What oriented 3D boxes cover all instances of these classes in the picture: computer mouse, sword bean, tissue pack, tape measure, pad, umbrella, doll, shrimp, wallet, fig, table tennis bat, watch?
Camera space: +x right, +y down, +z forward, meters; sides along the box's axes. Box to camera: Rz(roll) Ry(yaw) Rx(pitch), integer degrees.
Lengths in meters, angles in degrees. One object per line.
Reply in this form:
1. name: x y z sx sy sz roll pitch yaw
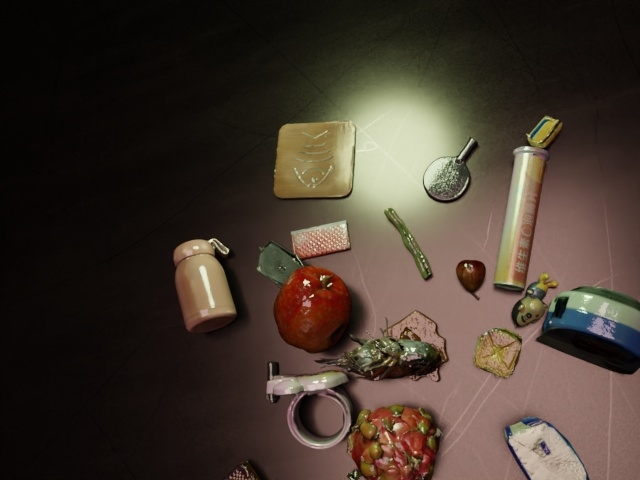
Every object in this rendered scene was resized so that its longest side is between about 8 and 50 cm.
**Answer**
1. computer mouse: -0.121 0.087 1.900 0.231 0.071 0.126 29 100 31
2. sword bean: 0.281 0.003 1.822 0.043 0.038 0.269 -22 69 -17
3. tissue pack: 0.580 0.560 1.464 0.137 0.269 0.209 -35 69 6
4. tape measure: 0.743 0.230 1.521 0.259 0.262 0.138 20 72 19
5. pad: -0.022 -0.283 1.992 0.286 0.018 0.284 0 75 17
6. umbrella: -0.154 0.456 1.831 0.036 0.031 0.133 -5 75 16
7. doll: 0.624 0.180 1.655 0.179 0.102 0.089 -54 26 2
8. shrimp: 0.170 0.329 1.692 0.371 0.137 0.172 6 43 7
9. wallet: 0.000 0.000 1.912 0.196 0.020 0.103 -13 72 12
10. fig: 0.456 0.121 1.724 0.088 0.089 0.125 -2 96 16
11. table tennis bat: 0.432 -0.233 1.845 0.150 0.027 0.236 35 89 21
12. watch: -0.027 0.509 1.705 0.248 0.211 0.218 -8 82 5

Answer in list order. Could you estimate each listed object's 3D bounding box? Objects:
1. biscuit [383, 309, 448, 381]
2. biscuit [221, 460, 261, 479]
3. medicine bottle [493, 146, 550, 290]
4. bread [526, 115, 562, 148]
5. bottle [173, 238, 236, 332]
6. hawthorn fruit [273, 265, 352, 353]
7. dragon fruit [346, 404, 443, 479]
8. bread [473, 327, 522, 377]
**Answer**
1. biscuit: 0.298 0.335 1.729 0.182 0.034 0.215 -34 71 9
2. biscuit: -0.338 0.849 1.759 0.388 0.073 0.107 -43 70 2
3. medicine bottle: 0.606 -0.064 1.713 0.108 0.108 0.427 9 80 18
4. bread: 0.704 -0.334 1.781 0.106 0.053 0.072 -49 45 -3
5. bottle: -0.385 0.144 1.917 0.206 0.173 0.297 -13 67 -20
6. hawthorn fruit: -0.025 0.208 1.739 0.258 0.258 0.262 3 99 17
7. dragon fruit: 0.197 0.575 1.561 0.268 0.291 0.251 6 83 19
8. bread: 0.514 0.322 1.653 0.127 0.069 0.140 16 84 20
